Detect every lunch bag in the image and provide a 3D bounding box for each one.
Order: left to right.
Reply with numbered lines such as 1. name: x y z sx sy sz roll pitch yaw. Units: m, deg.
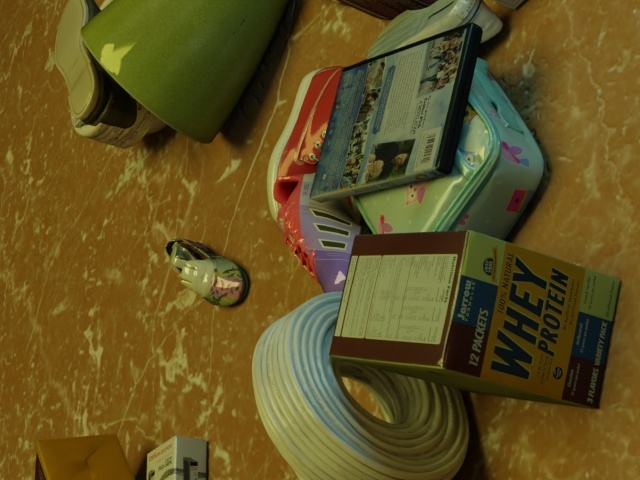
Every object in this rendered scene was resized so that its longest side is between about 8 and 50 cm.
1. lunch bag: 0.139 -0.099 1.585 0.224 0.108 0.279 -58 33 25

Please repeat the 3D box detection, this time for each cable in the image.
1. cable: 0.044 0.173 1.455 0.257 0.257 0.089 49 126 9

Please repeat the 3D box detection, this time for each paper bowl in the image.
1. paper bowl: -0.335 -0.306 2.450 0.284 0.148 0.284 -33 49 48

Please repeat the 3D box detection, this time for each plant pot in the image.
1. plant pot: -0.180 -0.353 2.141 0.293 0.275 0.275 -46 36 12

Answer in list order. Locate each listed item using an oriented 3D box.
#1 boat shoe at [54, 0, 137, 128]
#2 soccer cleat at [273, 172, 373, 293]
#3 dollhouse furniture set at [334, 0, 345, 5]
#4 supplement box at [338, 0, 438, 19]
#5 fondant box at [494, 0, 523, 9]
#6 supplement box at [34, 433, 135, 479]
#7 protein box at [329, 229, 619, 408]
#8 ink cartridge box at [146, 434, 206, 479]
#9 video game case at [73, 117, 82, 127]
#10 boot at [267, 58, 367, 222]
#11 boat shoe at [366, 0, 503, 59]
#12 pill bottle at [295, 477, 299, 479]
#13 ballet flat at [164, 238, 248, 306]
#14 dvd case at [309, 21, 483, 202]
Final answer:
1. boat shoe: -0.384 -0.303 2.306 0.112 0.095 0.335 -50 38 27
2. soccer cleat: 0.000 0.000 1.674 0.318 0.116 0.108 -96 18 -65
3. dollhouse furniture set: 0.019 -0.440 2.041 0.151 0.123 0.144 26 100 25
4. supplement box: 0.099 -0.347 1.781 0.188 0.104 0.081 15 88 60
5. fondant box: 0.277 -0.462 1.549 0.330 0.096 0.238 -42 42 44
6. supplement box: -0.367 0.437 2.095 0.191 0.129 0.194 -130 43 -56
7. protein box: 0.155 0.079 1.375 0.201 0.200 0.136 -2 74 59
8. ink cartridge box: -0.215 0.369 1.999 0.099 0.056 0.135 -38 45 47
9. video game case: -0.409 -0.266 2.397 0.122 0.011 0.087 -38 45 46
10. boot: 0.017 -0.130 1.834 0.176 0.088 0.244 -2 70 58
11. boat shoe: 0.140 -0.247 1.689 0.226 0.076 0.083 -12 47 63
12. pill bottle: -0.004 0.361 1.541 0.283 0.160 0.160 -48 38 36
13. ballet flat: -0.190 0.046 2.096 0.221 0.079 0.077 33 103 59
14. dvd case: 0.084 -0.144 1.571 0.253 0.022 0.180 -11 60 55
